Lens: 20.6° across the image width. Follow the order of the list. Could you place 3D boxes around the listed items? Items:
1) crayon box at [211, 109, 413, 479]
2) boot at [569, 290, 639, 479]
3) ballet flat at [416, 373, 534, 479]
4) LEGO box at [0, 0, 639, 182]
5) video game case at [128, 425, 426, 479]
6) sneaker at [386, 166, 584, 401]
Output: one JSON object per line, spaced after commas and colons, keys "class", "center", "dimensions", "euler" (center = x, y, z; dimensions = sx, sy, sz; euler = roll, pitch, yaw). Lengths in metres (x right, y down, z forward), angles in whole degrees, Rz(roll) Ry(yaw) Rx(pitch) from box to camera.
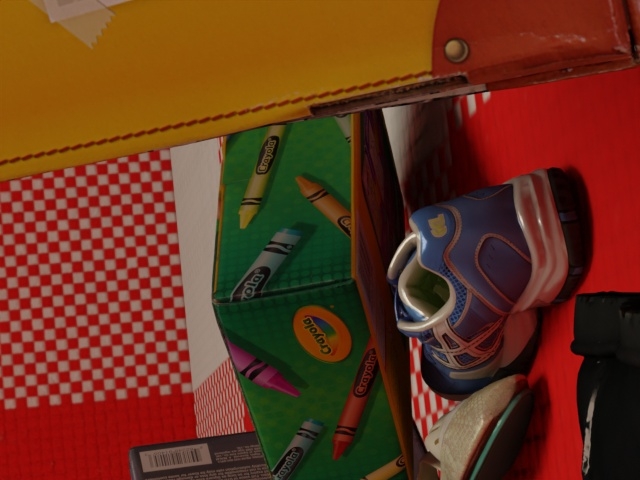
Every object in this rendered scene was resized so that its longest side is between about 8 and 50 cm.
{"class": "crayon box", "center": [0.000, 0.000, 1.048], "dimensions": [0.278, 0.081, 0.165], "euler": [-89, -13, -51]}
{"class": "boot", "center": [0.136, 0.121, 0.585], "dimensions": [0.246, 0.094, 0.207], "euler": [164, 105, -86]}
{"class": "ballet flat", "center": [0.077, 0.126, 0.972], "dimensions": [0.052, 0.057, 0.168], "euler": [33, 140, 24]}
{"class": "LEGO box", "center": [-0.106, -0.280, 0.624], "dimensions": [0.193, 0.372, 0.500], "euler": [-50, -52, -69]}
{"class": "video game case", "center": [-0.007, 0.202, 1.091], "dimensions": [0.274, 0.196, 0.026], "euler": [-113, 19, -58]}
{"class": "sneaker", "center": [0.072, 0.025, 0.920], "dimensions": [0.211, 0.081, 0.080], "euler": [103, 158, -60]}
